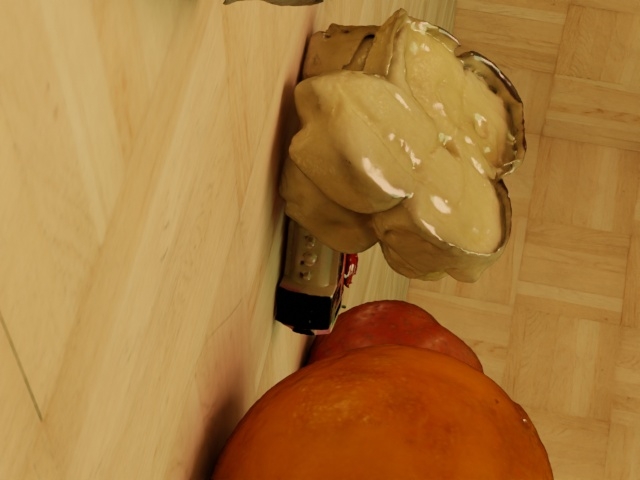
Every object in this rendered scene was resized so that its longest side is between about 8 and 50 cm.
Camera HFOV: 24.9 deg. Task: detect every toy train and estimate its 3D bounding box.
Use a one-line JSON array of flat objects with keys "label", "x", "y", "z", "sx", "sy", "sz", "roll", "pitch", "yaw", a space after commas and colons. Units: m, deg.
[{"label": "toy train", "x": 0.000, "y": 0.000, "z": 1.086, "sx": 0.087, "sy": 0.050, "sz": 0.138, "roll": -65, "pitch": 164, "yaw": -55}]

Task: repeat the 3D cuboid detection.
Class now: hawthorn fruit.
[{"label": "hawthorn fruit", "x": 0.065, "y": 0.142, "z": 1.362, "sx": 0.189, "sy": 0.189, "sz": 0.189, "roll": 10, "pitch": 90, "yaw": -84}]

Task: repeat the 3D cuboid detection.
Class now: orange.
[{"label": "orange", "x": 0.035, "y": 0.205, "z": 0.907, "sx": 0.284, "sy": 0.226, "sz": 0.284, "roll": 4, "pitch": 90, "yaw": -87}]

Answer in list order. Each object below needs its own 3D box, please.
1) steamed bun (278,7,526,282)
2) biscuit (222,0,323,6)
[{"label": "steamed bun", "x": 0.045, "y": -0.063, "z": 1.004, "sx": 0.106, "sy": 0.192, "sz": 0.177, "roll": -28, "pitch": -134, "yaw": 44}, {"label": "biscuit", "x": -0.015, "y": -0.174, "z": 0.496, "sx": 0.281, "sy": 0.084, "sz": 0.179, "roll": -23, "pitch": 123, "yaw": -82}]
